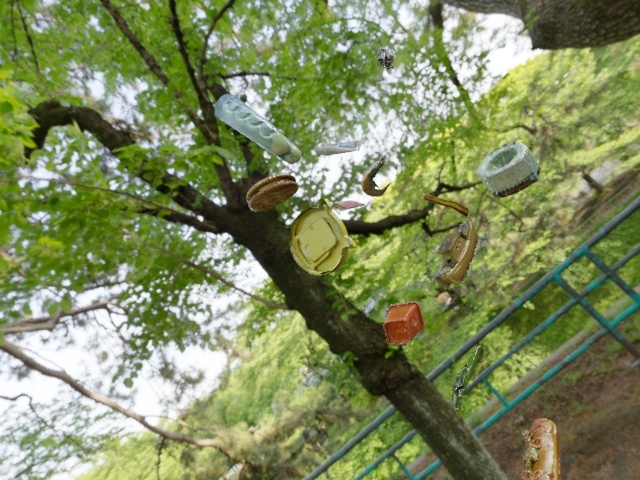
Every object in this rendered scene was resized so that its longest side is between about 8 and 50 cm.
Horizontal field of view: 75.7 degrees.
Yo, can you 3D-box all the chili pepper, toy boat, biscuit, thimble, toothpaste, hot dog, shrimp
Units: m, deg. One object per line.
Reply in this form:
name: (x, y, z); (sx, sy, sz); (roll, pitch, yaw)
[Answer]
chili pepper: (0.617, 0.588, 1.749); (0.359, 0.076, 0.085); (-43, -42, -42)
toy boat: (-0.201, -0.386, 1.370); (0.123, 0.330, 0.215); (-57, -17, 7)
biscuit: (-0.187, -0.186, 1.619); (0.220, 0.066, 0.220); (-24, -13, -6)
thimble: (0.800, -0.299, 1.744); (0.237, 0.150, 0.237); (-40, 20, 17)
toothpaste: (0.091, -0.452, 2.018); (0.057, 0.234, 0.089); (61, -143, -40)
hot dog: (0.755, 0.789, 1.420); (0.158, 0.117, 0.349); (78, -152, -43)
shrimp: (0.279, -0.302, 1.981); (0.217, 0.150, 0.051); (-57, 24, -12)
toy boat: (0.510, 0.036, 1.553); (0.089, 0.121, 0.321); (-26, 24, 55)
shrimp: (0.245, -0.694, 1.571); (0.079, 0.090, 0.233); (-19, 25, 21)

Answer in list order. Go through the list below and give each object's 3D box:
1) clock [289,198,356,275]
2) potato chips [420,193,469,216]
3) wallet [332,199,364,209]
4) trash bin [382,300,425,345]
clock: (0.001, 0.000, 1.678); (0.293, 0.277, 0.071); (-33, -12, 35)
potato chips: (0.440, -0.126, 1.435); (0.037, 0.203, 0.026); (158, 126, -66)
wallet: (0.163, -0.207, 2.372); (0.196, 0.103, 0.020); (-16, -56, -52)
trash bin: (0.387, 0.407, 2.007); (0.184, 0.161, 0.238); (-14, 4, 28)
